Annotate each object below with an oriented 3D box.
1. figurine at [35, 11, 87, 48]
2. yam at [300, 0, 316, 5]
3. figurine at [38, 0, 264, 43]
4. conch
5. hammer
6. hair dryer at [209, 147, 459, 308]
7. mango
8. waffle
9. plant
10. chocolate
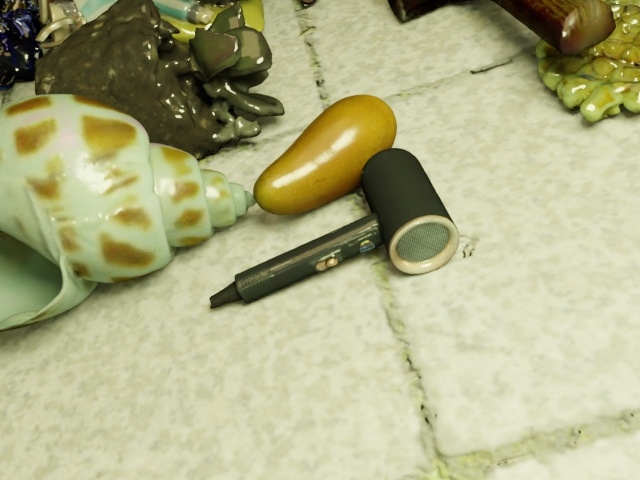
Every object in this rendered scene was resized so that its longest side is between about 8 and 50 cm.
[{"bbox_3d":[-0.329,-0.235,1.047,0.132,0.154,0.132,-12,44,11],"label":"figurine"},{"bbox_3d":[0.019,-0.462,1.216,0.046,0.046,0.264,4,47,25],"label":"yam"},{"bbox_3d":[-0.237,-0.487,1.062,0.361,0.378,0.266,-16,44,-20],"label":"figurine"},{"bbox_3d":[-0.267,-0.027,0.792,0.368,0.197,0.249,-1,83,15],"label":"conch"},{"bbox_3d":[0.229,-0.310,0.895,0.242,0.095,0.409,-20,31,1],"label":"hammer"},{"bbox_3d":[0.000,0.000,0.754,0.255,0.070,0.128,-22,42,7],"label":"hair dryer"},{"bbox_3d":[0.008,-0.085,0.806,0.184,0.102,0.085,-42,79,-17],"label":"mango"},{"bbox_3d":[0.344,-0.215,0.832,0.204,0.054,0.223,-12,44,11],"label":"waffle"},{"bbox_3d":[-0.197,-0.201,0.935,0.276,0.188,0.199,-21,44,0],"label":"plant"},{"bbox_3d":[-0.525,-0.372,1.298,0.148,0.126,0.343,10,39,-28],"label":"chocolate"}]
